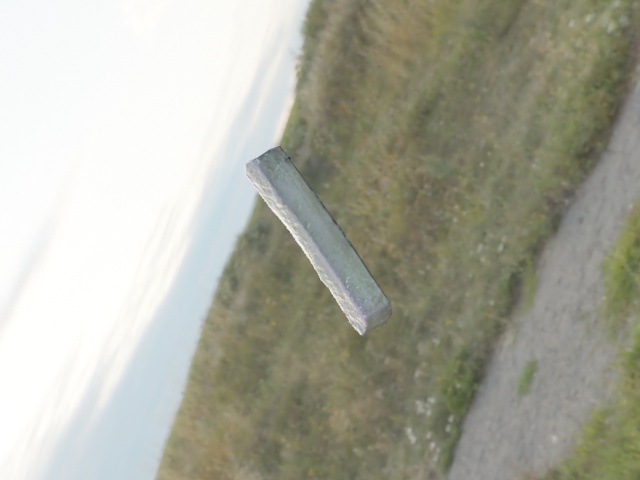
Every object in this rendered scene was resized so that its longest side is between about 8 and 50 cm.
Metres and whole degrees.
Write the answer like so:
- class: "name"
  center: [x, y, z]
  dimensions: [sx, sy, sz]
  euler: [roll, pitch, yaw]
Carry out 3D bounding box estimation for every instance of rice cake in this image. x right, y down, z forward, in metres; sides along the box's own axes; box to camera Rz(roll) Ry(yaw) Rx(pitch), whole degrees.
- class: "rice cake"
  center: [0.000, 0.000, 1.006]
  dimensions: [0.047, 0.207, 0.036]
  euler: [-37, 1, -23]
